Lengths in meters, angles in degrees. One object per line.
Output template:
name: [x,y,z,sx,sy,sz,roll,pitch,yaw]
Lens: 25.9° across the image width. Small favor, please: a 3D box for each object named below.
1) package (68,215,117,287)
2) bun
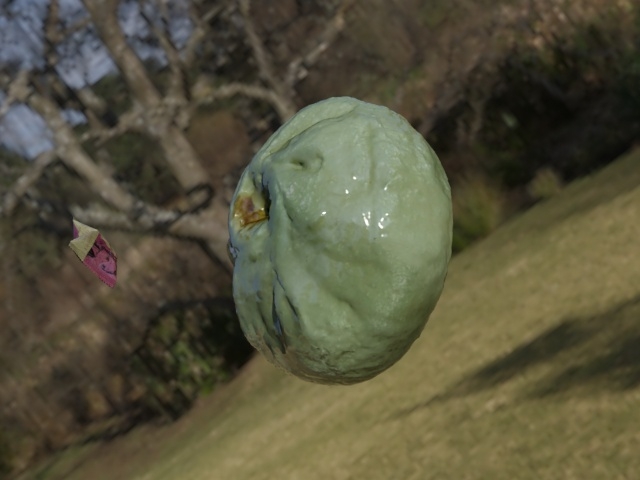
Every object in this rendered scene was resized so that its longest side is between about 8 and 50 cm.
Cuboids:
package: [-0.209,0.009,1.285,0.029,0.059,0.083,-41,20,9]
bun: [0.000,0.000,0.945,0.118,0.195,0.195,14,-32,-32]
